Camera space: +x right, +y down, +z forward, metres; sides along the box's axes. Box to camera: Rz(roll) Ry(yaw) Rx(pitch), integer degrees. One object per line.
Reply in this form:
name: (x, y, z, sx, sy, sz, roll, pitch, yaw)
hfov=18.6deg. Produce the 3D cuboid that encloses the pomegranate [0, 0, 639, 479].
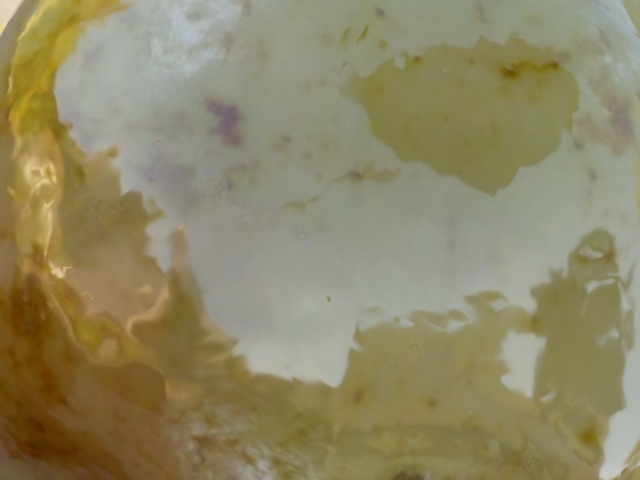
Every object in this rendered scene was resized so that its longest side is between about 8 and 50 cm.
pomegranate: (0.000, 0.000, 0.785, 0.342, 0.342, 0.342, 32, 25, -17)
